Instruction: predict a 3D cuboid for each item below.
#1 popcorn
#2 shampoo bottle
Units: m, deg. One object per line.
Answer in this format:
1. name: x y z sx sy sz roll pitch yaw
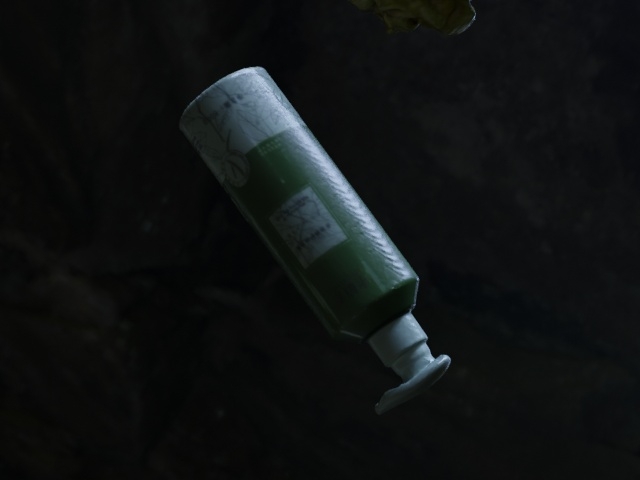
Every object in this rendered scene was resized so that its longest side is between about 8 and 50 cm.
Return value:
1. popcorn: 0.053 -0.189 0.988 0.106 0.121 0.116 47 -43 42
2. shampoo bottle: 0.000 0.000 0.867 0.204 0.065 0.065 54 -32 11
